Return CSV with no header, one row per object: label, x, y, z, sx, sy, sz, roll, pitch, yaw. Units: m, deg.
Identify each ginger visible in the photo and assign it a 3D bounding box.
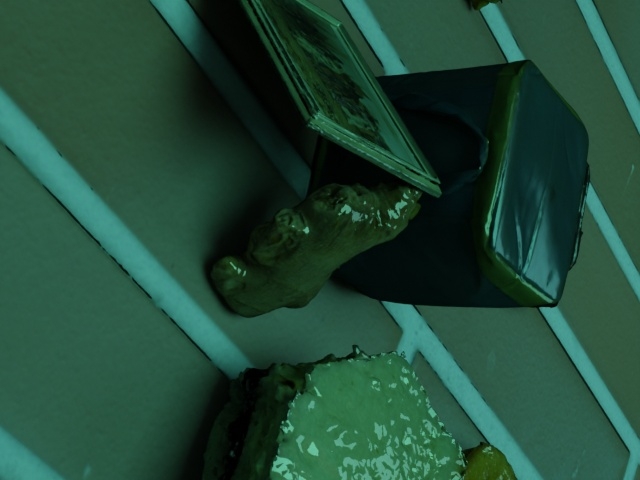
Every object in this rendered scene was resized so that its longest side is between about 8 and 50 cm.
ginger,-0.003,0.000,1.216,0.137,0.213,0.074,17,47,-60

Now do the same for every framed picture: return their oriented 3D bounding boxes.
framed picture,0.007,-0.170,1.223,0.217,0.017,0.274,23,32,-49

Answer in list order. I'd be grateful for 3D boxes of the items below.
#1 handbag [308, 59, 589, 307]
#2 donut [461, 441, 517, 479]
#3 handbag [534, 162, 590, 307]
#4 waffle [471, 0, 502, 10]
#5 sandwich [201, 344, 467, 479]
handbag,0.141,-0.056,1.360,0.222,0.241,0.263,28,69,-50
donut,0.183,0.342,1.553,0.178,0.065,0.162,-28,106,-48
handbag,0.260,-0.044,1.650,0.275,0.088,0.244,27,72,-51
waffle,0.206,-0.471,1.595,0.293,0.069,0.259,49,54,-42
sandwich,0.008,0.251,1.214,0.262,0.131,0.325,39,48,-30
